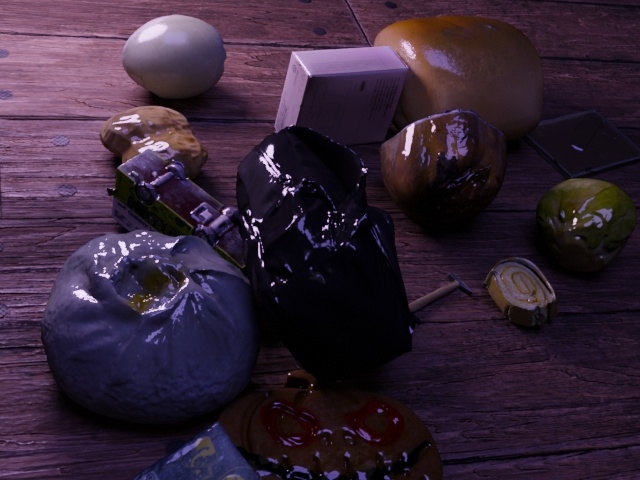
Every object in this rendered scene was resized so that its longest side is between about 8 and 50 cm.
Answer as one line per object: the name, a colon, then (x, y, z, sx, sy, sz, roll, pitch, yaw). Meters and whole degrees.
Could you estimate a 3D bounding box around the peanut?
peanut: (-0.327, -0.192, 2.037, 0.197, 0.110, 0.233, -12, 49, -35)

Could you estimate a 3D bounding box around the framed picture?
framed picture: (0.639, -0.238, 2.475, 0.281, 0.019, 0.209, -15, 50, -31)

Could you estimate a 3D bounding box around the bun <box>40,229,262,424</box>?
bun: (-0.267, 0.124, 1.631, 0.362, 0.211, 0.362, 9, 44, -9)

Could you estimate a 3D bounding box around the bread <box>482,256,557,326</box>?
bread: (0.393, 0.104, 1.983, 0.117, 0.064, 0.156, -8, 48, -20)

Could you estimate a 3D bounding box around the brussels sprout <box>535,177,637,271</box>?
brussels sprout: (0.551, -0.043, 2.122, 0.223, 0.161, 0.223, 6, 39, -5)

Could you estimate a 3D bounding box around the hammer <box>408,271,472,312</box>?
hammer: (0.209, 0.115, 1.947, 0.199, 0.013, 0.062, -24, 55, -37)

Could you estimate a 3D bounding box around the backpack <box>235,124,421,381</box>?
backpack: (0.000, 0.000, 1.720, 0.255, 0.363, 0.445, -28, 48, 4)

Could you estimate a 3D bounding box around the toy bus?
toy bus: (-0.247, -0.029, 1.869, 0.302, 0.139, 0.113, 38, 45, 11)

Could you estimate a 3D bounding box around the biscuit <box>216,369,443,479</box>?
biscuit: (0.010, 0.327, 1.613, 0.367, 0.063, 0.314, 1, 44, -16)

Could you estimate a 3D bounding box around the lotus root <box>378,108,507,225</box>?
lotus root: (0.262, -0.133, 2.084, 0.272, 0.272, 0.192, 5, 52, -14)

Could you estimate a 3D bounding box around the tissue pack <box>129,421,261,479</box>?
tissue pack: (-0.150, 0.405, 1.425, 0.185, 0.081, 0.257, -32, 58, -18)

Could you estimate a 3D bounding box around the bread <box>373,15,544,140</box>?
bread: (0.318, -0.381, 2.354, 0.376, 0.253, 0.348, -4, 49, -20)

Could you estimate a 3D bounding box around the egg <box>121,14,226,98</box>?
egg: (-0.326, -0.400, 2.207, 0.217, 0.183, 0.183, -2, 43, -35)

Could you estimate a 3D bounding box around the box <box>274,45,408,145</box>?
box: (0.043, -0.309, 2.215, 0.252, 0.203, 0.106, -9, 46, -26)
